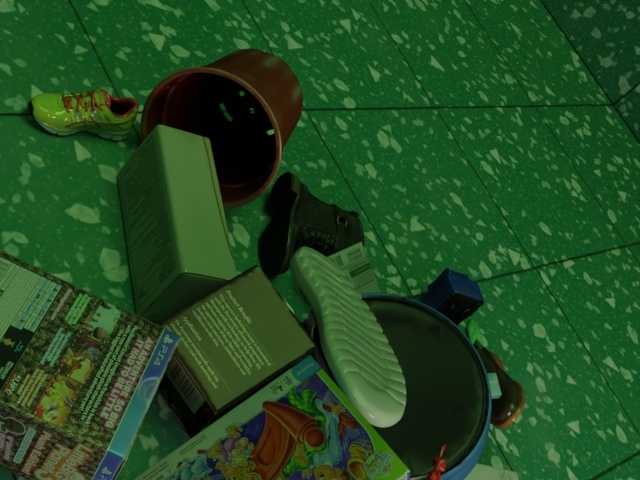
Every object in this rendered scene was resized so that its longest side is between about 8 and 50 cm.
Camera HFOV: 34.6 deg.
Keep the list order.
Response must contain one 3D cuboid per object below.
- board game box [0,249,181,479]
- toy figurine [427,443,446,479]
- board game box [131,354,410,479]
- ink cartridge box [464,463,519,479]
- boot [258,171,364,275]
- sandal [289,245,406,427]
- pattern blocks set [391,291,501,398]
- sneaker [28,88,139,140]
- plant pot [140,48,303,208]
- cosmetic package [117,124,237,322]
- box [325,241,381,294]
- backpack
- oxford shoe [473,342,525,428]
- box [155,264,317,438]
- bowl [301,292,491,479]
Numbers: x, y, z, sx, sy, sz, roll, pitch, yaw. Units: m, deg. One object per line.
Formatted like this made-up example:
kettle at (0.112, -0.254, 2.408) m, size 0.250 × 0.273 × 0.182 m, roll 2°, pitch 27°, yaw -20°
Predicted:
board game box at (-0.378, 0.189, 1.416) m, size 0.291 × 0.141 × 0.232 m, roll 27°, pitch 41°, yaw -7°
toy figurine at (0.100, 0.504, 1.642) m, size 0.191 × 0.217 × 0.362 m, roll -66°, pitch 152°, yaw -57°
board game box at (-0.080, 0.354, 1.445) m, size 0.347 × 0.078 × 0.233 m, roll -34°, pitch 60°, yaw -17°
ink cartridge box at (0.240, 0.477, 1.852) m, size 0.333 × 0.065 × 0.165 m, roll 20°, pitch 45°, yaw -32°
boot at (0.000, 0.000, 2.036) m, size 0.229 × 0.091 × 0.263 m, roll 34°, pitch 46°, yaw -29°
sandal at (0.031, 0.171, 1.683) m, size 0.169 × 0.102 × 0.416 m, roll 30°, pitch 23°, yaw -30°
pattern blocks set at (0.157, 0.222, 1.868) m, size 0.325 × 0.026 × 0.285 m, roll -11°, pitch 60°, yaw -17°
sneaker at (-0.419, -0.241, 1.841) m, size 0.209 × 0.094 × 0.081 m, roll 1°, pitch 58°, yaw -41°
plant pot at (-0.163, -0.236, 1.964) m, size 0.272 × 0.272 × 0.265 m, roll 43°, pitch 30°, yaw -6°
cosmetic package at (-0.250, -0.026, 1.759) m, size 0.113 × 0.160 × 0.309 m, roll 12°, pitch 50°, yaw -37°
box at (0.061, 0.110, 1.984) m, size 0.145 × 0.038 × 0.186 m, roll -25°, pitch 93°, yaw -50°
backpack at (0.268, 0.127, 2.146) m, size 0.098 × 0.120 × 0.101 m, roll 21°, pitch 35°, yaw -26°
oxford shoe at (0.321, 0.279, 2.025) m, size 0.098 × 0.097 × 0.271 m, roll 41°, pitch 7°, yaw -18°
box at (-0.149, 0.178, 1.614) m, size 0.203 × 0.167 × 0.168 m, roll -30°, pitch 78°, yaw -29°
bowl at (0.109, 0.262, 1.770) m, size 0.391 × 0.077 × 0.391 m, roll 5°, pitch 56°, yaw -7°
